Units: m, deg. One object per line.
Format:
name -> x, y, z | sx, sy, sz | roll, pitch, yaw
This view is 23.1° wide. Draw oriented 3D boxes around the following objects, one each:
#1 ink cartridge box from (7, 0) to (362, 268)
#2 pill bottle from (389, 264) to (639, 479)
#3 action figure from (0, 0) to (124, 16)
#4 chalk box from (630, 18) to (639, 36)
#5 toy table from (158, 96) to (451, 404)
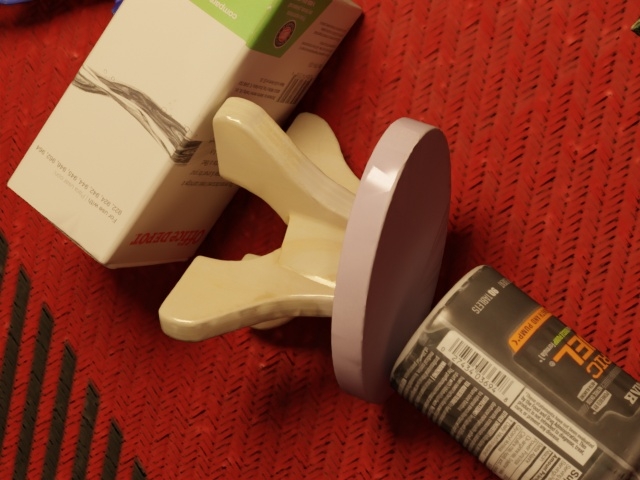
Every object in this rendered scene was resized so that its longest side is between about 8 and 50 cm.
ink cartridge box -> -0.108, -0.120, 1.293 | 0.115, 0.198, 0.273 | 38, 101, 13
pill bottle -> 0.186, 0.141, 1.248 | 0.246, 0.130, 0.130 | 39, 102, 12
action figure -> -0.245, -0.224, 1.343 | 0.280, 0.139, 0.091 | -5, 115, -3
chalk box -> 0.319, -0.236, 1.195 | 0.132, 0.132, 0.213 | 39, 103, 13
toy table -> 0.000, 0.000, 1.252 | 0.161, 0.252, 0.274 | 19, 130, 18
